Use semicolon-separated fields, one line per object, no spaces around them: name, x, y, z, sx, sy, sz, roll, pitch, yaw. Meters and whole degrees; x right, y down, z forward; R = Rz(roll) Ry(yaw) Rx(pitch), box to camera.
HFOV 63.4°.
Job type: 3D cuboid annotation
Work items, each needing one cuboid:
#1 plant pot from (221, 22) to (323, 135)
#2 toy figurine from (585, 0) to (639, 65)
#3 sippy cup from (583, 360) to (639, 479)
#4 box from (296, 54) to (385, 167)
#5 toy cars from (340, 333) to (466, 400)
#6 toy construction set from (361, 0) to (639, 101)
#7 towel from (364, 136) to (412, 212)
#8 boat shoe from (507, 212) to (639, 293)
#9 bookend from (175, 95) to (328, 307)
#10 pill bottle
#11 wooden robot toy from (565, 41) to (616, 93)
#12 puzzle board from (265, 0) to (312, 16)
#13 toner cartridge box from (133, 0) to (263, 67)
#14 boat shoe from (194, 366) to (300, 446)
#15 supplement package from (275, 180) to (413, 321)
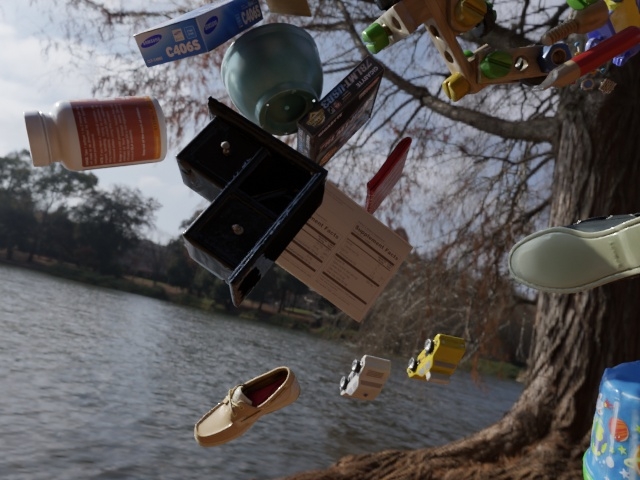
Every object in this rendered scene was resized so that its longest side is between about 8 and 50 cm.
plant pot;-0.114;-0.421;1.450;0.292;0.197;0.293;-15;-29;-9
toy figurine;0.613;-0.467;1.024;0.362;0.217;0.191;39;7;-36
sippy cup;0.608;0.353;0.946;0.239;0.224;0.305;-11;12;-19
box;0.050;-0.352;1.522;0.073;0.295;0.293;42;-13;7
toy cars;0.213;0.364;1.383;0.393;0.087;0.176;-21;-50;21
toy construction set;0.201;-0.265;0.680;0.309;0.237;0.258;52;-9;49
towel;0.190;-0.175;1.523;0.031;0.199;0.275;36;-12;11
boat shoe;0.512;0.018;0.939;0.112;0.127;0.340;-3;-15;-37
bookend;-0.100;-0.044;0.546;0.157;0.156;0.072;34;-23;10
pill bottle;-0.387;-0.185;0.898;0.216;0.121;0.121;-12;3;-29
wooden robot toy;0.647;-0.419;1.273;0.173;0.076;0.079;47;25;4
puzzle board;-0.089;-0.622;1.331;0.128;0.011;0.096;16;-20;23
toner cartridge box;-0.275;-0.510;1.234;0.165;0.348;0.075;-7;-59;21
boat shoe;-0.111;0.237;0.762;0.063;0.170;0.059;44;-26;43
supplement package;0.000;0.000;0.888;0.204;0.145;0.262;36;-2;-11
